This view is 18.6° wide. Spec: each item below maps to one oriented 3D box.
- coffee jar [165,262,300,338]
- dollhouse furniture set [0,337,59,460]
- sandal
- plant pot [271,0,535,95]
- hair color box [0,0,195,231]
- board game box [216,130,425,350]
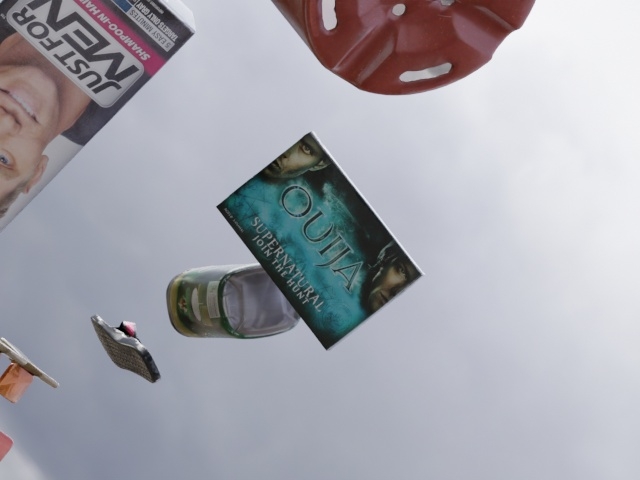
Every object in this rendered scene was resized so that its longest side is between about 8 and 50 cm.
[{"bbox_3d":[-0.096,0.065,2.095,0.184,0.096,0.079,176,-94,-66],"label":"coffee jar"},{"bbox_3d":[-0.452,0.221,2.299,0.135,0.262,0.259,32,-9,35],"label":"dollhouse furniture set"},{"bbox_3d":[-0.235,0.132,2.446,0.179,0.040,0.067,25,-37,55],"label":"sandal"},{"bbox_3d":[0.041,-0.270,1.593,0.265,0.272,0.272,-118,-173,-46],"label":"plant pot"},{"bbox_3d":[-0.313,-0.167,2.089,0.174,0.347,0.105,42,10,-17],"label":"hair color box"},{"bbox_3d":[0.000,0.000,1.968,0.186,0.126,0.026,52,6,7],"label":"board game box"}]
